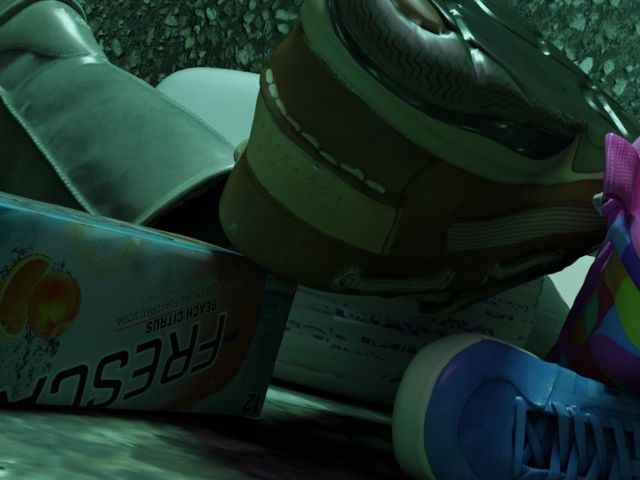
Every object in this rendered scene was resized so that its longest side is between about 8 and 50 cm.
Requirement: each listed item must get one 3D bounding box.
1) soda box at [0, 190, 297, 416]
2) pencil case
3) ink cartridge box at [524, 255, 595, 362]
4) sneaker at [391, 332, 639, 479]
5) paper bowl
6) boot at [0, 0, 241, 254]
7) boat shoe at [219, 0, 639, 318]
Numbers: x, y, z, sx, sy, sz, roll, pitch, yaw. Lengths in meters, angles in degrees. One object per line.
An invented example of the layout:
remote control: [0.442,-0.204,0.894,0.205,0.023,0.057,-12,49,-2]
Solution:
soda box: [-0.086,0.019,0.405,0.063,0.058,0.183,17,1,35]
pencil case: [0.149,0.028,0.510,0.104,0.104,0.236,16,-23,12]
ink cartridge box: [0.113,0.016,0.934,0.275,0.060,0.239,16,-33,56]
sneaker: [0.095,0.070,0.425,0.085,0.058,0.152,5,-14,41]
paper bowl: [-0.012,-0.006,0.720,0.284,0.148,0.284,15,0,0]
boot: [-0.138,-0.017,0.591,0.208,0.189,0.076,49,11,34]
boat shoe: [0.059,-0.033,0.533,0.122,0.120,0.324,48,19,23]
